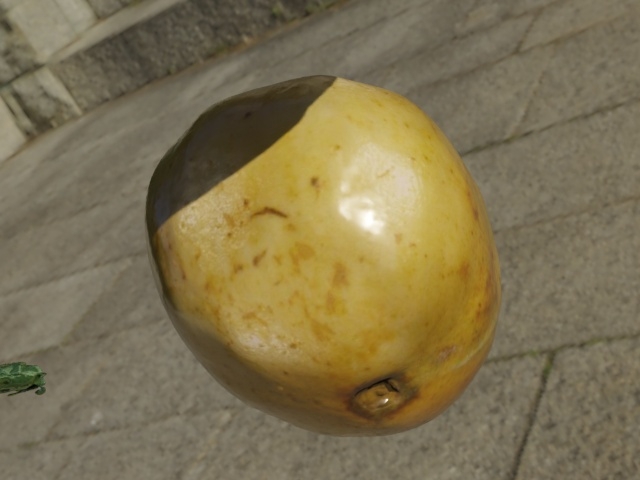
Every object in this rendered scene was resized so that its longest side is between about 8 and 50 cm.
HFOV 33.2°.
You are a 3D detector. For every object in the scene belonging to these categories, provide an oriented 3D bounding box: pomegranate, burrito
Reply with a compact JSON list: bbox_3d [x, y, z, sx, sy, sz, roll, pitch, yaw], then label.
[{"bbox_3d":[0.006,0.017,0.841,0.307,0.307,0.307,-27,22,12],"label":"pomegranate"},{"bbox_3d":[-0.570,0.223,1.657,0.288,0.054,0.104,-2,-20,-15],"label":"burrito"}]
